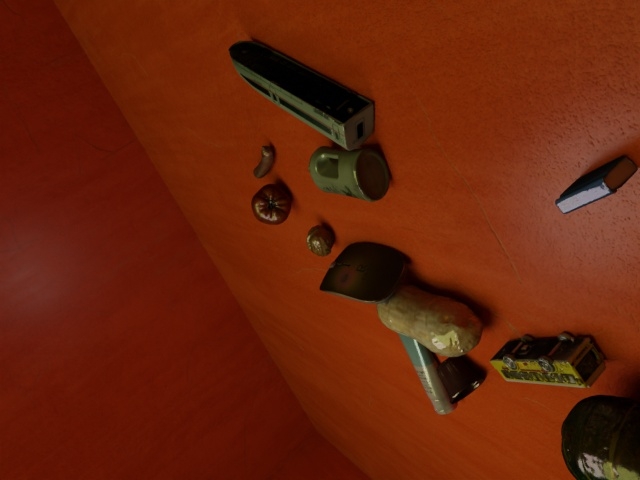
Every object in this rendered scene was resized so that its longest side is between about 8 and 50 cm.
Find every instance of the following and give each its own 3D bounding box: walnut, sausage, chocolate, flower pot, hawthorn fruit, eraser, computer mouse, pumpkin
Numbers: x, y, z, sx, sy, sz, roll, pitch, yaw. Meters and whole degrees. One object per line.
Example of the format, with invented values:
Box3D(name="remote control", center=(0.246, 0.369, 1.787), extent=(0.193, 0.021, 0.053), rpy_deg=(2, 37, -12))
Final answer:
Box3D(name="walnut", center=(0.000, 0.000, 1.451), extent=(0.079, 0.082, 0.096), rpy_deg=(-110, 1, -48))
Box3D(name="sausage", center=(-0.168, -0.228, 1.484), extent=(0.047, 0.040, 0.177), rpy_deg=(58, 158, 4))
Box3D(name="chocolate", center=(0.249, 0.184, 1.170), extent=(0.309, 0.134, 0.134), rpy_deg=(14, 136, 57))
Box3D(name="flower pot", center=(0.345, 0.345, 1.267), extent=(0.089, 0.111, 0.111), rpy_deg=(53, 161, 31))
Box3D(name="hawthorn fruit", center=(-0.144, -0.107, 1.529), extent=(0.125, 0.125, 0.140), rpy_deg=(41, -172, 26))
Box3D(name="eraser", center=(0.361, -0.072, 0.660), extent=(0.027, 0.063, 0.084), rpy_deg=(52, 158, 3))
Box3D(name="computer mouse", center=(0.096, 0.084, 1.296), extent=(0.072, 0.158, 0.310), rpy_deg=(41, 164, -25))
Box3D(name="pumpkin", center=(0.530, 0.339, 0.806), extent=(0.260, 0.189, 0.260), rpy_deg=(24, 159, 10))

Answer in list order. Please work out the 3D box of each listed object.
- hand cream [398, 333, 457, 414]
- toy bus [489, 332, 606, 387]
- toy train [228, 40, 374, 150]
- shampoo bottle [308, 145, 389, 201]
Box3D(name="hand cream", center=(0.294, 0.342, 1.426), extent=(0.312, 0.070, 0.111), rpy_deg=(64, 158, -7))
Box3D(name="toy bus", center=(0.424, 0.231, 0.961), extent=(0.074, 0.081, 0.226), rpy_deg=(54, 157, -1))
Box3D(name="toy train", center=(-0.057, -0.324, 1.079), extent=(0.407, 0.086, 0.088), rpy_deg=(39, 160, 31))
Box3D(name="shampoo bottle", center=(0.045, -0.154, 1.122), extent=(0.234, 0.087, 0.118), rpy_deg=(18, 142, 54))
